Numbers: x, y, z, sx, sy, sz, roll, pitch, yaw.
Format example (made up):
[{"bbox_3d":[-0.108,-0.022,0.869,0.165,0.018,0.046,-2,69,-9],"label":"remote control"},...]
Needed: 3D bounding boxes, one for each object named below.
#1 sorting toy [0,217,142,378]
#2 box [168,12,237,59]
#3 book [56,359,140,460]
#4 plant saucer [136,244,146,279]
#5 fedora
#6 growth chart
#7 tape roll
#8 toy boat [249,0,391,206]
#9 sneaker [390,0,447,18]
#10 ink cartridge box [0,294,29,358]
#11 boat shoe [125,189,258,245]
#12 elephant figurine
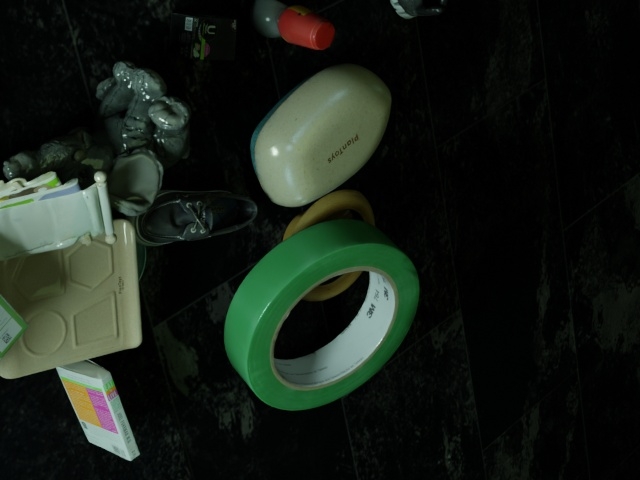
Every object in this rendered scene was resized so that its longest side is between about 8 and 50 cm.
[{"bbox_3d":[-0.349,0.076,1.868,0.208,0.038,0.193,-11,111,-28],"label":"sorting toy"},{"bbox_3d":[-0.167,-0.290,1.957,0.083,0.052,0.062,-5,107,-46],"label":"box"},{"bbox_3d":[-0.310,0.236,1.932,0.035,0.096,0.144,-36,126,-34],"label":"book"},{"bbox_3d":[-0.298,0.028,1.937,0.119,0.021,0.119,-17,113,-44],"label":"plant saucer"},{"bbox_3d":[0.000,0.000,2.202,0.194,0.079,0.194,-19,122,-34],"label":"fedora"},{"bbox_3d":[-0.373,-0.028,1.728,0.237,0.021,0.172,-10,145,-15],"label":"growth chart"},{"bbox_3d":[0.005,0.119,2.163,0.321,0.077,0.321,-21,133,-24],"label":"tape roll"},{"bbox_3d":[-0.019,-0.224,2.087,0.267,0.148,0.318,-37,134,-28],"label":"toy boat"},{"bbox_3d":[0.129,-0.430,2.189,0.234,0.106,0.078,39,72,-46],"label":"sneaker"},{"bbox_3d":[-0.466,0.053,1.702,0.062,0.109,0.209,-54,134,-22],"label":"ink cartridge box"},{"bbox_3d":[-0.179,-0.034,1.989,0.229,0.076,0.080,-4,95,-51],"label":"boat shoe"},{"bbox_3d":[-0.289,-0.108,1.822,0.186,0.169,0.239,42,71,-12],"label":"elephant figurine"}]
